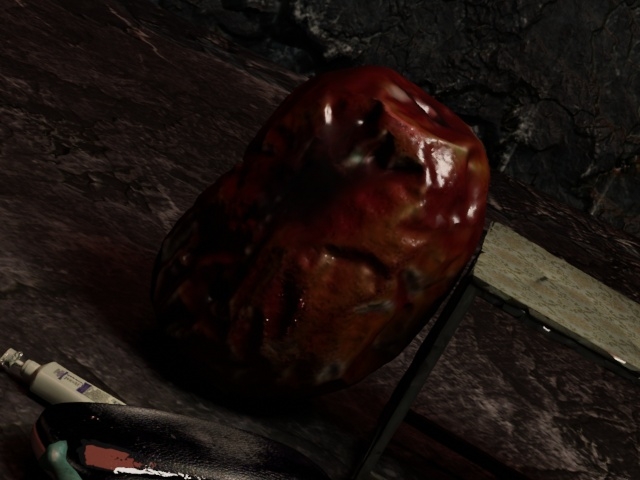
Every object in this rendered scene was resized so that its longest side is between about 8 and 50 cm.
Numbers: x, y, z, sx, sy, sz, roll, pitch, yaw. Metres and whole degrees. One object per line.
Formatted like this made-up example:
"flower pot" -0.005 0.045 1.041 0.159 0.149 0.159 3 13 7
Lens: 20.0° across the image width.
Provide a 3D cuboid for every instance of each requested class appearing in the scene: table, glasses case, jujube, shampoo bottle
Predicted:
"table" 0.246 0.198 1.890 0.335 0.272 0.222 30 18 2
"glasses case" -0.112 0.208 1.619 0.314 0.075 0.122 17 19 -36
"jujube" 0.000 0.002 1.891 0.276 0.377 0.276 31 25 -16
"shampoo bottle" -0.236 0.141 1.694 0.141 0.034 0.049 31 23 8

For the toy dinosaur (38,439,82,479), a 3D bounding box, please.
"toy dinosaur" -0.160 0.298 1.267 0.331 0.129 0.383 43 20 14
